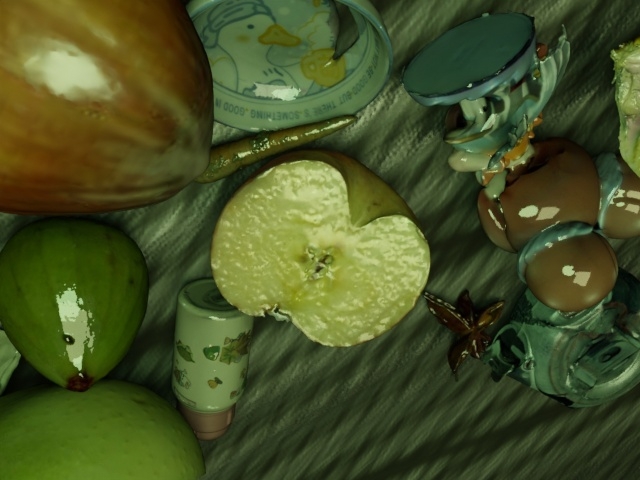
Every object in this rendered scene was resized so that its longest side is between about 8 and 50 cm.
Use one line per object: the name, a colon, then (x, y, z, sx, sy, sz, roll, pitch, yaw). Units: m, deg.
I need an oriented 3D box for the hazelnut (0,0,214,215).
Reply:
hazelnut: (-0.284, -0.170, 0.766, 0.372, 0.372, 0.315, 37, 72, -27)

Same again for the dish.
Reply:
dish: (-0.050, -0.264, 0.908, 0.274, 0.133, 0.273, -2, 155, -1)

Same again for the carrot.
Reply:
carrot: (-0.070, -0.129, 0.987, 0.255, 0.049, 0.049, -17, 120, 11)

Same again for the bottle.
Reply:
bottle: (-0.169, 0.191, 1.110, 0.121, 0.120, 0.253, 2, 117, -16)

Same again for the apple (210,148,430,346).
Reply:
apple: (0.000, 0.000, 1.036, 0.293, 0.163, 0.251, 34, 109, -13)

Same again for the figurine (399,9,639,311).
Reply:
figurine: (0.309, -0.118, 1.033, 0.276, 0.248, 0.388, -45, 124, -19)

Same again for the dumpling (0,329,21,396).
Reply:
dumpling: (-0.528, 0.190, 1.025, 0.155, 0.181, 0.111, 38, 140, -2)

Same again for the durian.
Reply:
durian: (0.449, -0.172, 0.961, 0.078, 0.140, 0.224, 30, 72, -53)

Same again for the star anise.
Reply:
star anise: (0.236, 0.166, 1.252, 0.158, 0.144, 0.140, -1, 71, -22)

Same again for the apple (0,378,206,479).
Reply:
apple: (-0.363, 0.333, 0.984, 0.320, 0.312, 0.360, -61, 156, 10)

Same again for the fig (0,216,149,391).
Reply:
fig: (-0.325, 0.087, 0.959, 0.203, 0.225, 0.203, -13, 142, -10)

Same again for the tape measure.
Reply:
tape measure: (0.457, 0.172, 1.256, 0.256, 0.147, 0.275, 28, 106, -26)
